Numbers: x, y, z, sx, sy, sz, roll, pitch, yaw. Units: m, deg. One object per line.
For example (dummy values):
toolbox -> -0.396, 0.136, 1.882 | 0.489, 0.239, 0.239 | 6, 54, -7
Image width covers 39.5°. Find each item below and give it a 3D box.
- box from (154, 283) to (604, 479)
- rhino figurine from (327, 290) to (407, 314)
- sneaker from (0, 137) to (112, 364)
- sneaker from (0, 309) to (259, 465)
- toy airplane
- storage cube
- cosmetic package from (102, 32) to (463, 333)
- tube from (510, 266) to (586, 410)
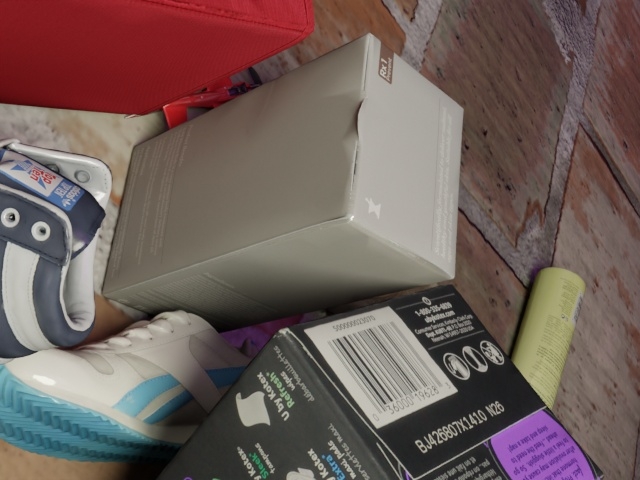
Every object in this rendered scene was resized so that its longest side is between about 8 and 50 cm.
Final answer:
box -> -0.002, 0.171, 0.518 | 0.165, 0.270, 0.143 | -7, 53, -51
rhino figurine -> 0.000, 0.000, 0.743 | 0.106, 0.073, 0.243 | -40, 109, -43
sneaker -> -0.194, -0.058, 0.415 | 0.099, 0.153, 0.282 | -88, 167, -64
sneaker -> -0.121, 0.091, 0.573 | 0.228, 0.087, 0.092 | 25, 54, -52
toy airplane -> -0.090, -0.114, 0.701 | 0.151, 0.028, 0.151 | 19, 64, -45
storage cube -> -0.144, -0.191, 0.520 | 0.193, 0.215, 0.184 | -2, 82, -44
cosmetic package -> -0.030, -0.024, 0.583 | 0.107, 0.238, 0.127 | 30, 58, -41
tube -> 0.244, 0.141, 1.009 | 0.070, 0.062, 0.240 | 21, 60, 5
